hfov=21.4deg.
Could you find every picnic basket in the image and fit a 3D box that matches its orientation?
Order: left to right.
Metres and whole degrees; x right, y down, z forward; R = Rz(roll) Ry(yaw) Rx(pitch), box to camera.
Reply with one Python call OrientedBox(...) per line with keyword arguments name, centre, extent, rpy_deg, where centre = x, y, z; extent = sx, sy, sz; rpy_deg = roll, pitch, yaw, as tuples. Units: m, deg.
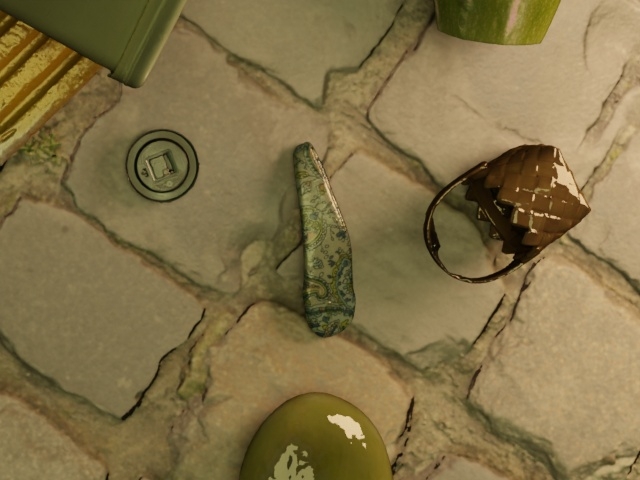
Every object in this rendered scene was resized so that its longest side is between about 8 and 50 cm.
OrientedBox(name="picnic basket", centre=(0.203, -0.028, 1.925), extent=(0.178, 0.138, 0.128), rpy_deg=(-29, 98, -8))

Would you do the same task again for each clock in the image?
OrientedBox(name="clock", centre=(-0.179, -0.084, 1.909), extent=(0.085, 0.017, 0.085), rpy_deg=(-1, 95, -10))

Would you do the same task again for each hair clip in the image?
OrientedBox(name="hair clip", centre=(0.001, 0.001, 1.942), extent=(0.066, 0.036, 0.229), rpy_deg=(-11, 97, -16))

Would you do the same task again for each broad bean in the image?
OrientedBox(name="broad bean", centre=(-0.003, 0.307, 1.929), extent=(0.189, 0.121, 0.263), rpy_deg=(4, 92, -15))

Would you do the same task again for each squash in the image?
OrientedBox(name="squash", centre=(0.199, -0.287, 1.894), extent=(0.170, 0.170, 0.122), rpy_deg=(4, 106, -11))

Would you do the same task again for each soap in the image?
OrientedBox(name="soap", centre=(-0.317, -0.209, 1.843), extent=(0.232, 0.073, 0.140), rpy_deg=(-45, 99, -3))

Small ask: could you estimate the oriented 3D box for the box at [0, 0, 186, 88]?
OrientedBox(name="box", centre=(-0.267, -0.363, 1.698), extent=(0.344, 0.352, 0.177), rpy_deg=(28, 123, -9))
